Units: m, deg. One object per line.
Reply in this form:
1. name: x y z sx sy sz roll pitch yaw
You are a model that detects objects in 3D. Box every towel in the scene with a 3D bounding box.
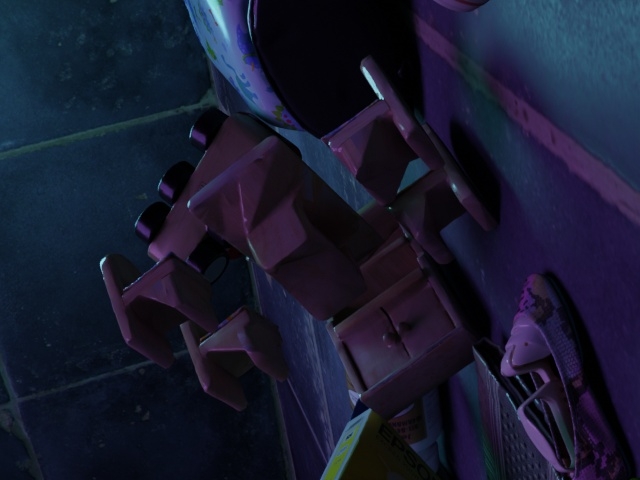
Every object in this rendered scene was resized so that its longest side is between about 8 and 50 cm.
1. towel: 0.255 0.306 1.243 0.312 0.056 0.324 -116 12 -57

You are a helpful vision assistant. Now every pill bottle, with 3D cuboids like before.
1. pill bottle: 0.110 0.239 1.644 0.131 0.131 0.229 -123 20 -59

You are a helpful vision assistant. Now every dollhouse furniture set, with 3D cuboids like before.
1. dollhouse furniture set: 0.000 0.000 1.311 0.394 0.362 0.256 42 -165 -46

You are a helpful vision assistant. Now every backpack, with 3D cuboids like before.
1. backpack: -0.045 -0.295 1.435 0.355 0.273 0.290 -99 -13 -53

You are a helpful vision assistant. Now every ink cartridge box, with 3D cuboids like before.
1. ink cartridge box: 0.130 0.351 1.363 0.303 0.072 0.307 47 -153 -5

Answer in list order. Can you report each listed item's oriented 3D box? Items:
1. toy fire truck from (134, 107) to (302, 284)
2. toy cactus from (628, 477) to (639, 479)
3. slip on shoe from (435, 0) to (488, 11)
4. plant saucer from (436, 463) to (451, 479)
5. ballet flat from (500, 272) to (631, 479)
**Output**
1. toy fire truck: -0.085 -0.040 1.491 0.158 0.217 0.246 36 -167 19
2. toy cactus: 0.286 0.273 0.895 0.180 0.112 0.219 61 157 17
3. slip on shoe: 0.096 -0.348 0.965 0.101 0.123 0.331 -44 51 42
4. plant saucer: 0.191 0.464 1.780 0.310 0.050 0.310 165 90 -79
5. ballet flat: 0.217 0.138 1.067 0.077 0.079 0.221 115 138 -68
